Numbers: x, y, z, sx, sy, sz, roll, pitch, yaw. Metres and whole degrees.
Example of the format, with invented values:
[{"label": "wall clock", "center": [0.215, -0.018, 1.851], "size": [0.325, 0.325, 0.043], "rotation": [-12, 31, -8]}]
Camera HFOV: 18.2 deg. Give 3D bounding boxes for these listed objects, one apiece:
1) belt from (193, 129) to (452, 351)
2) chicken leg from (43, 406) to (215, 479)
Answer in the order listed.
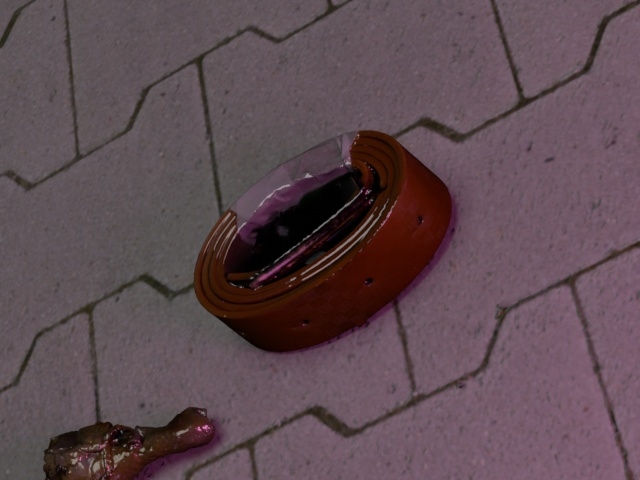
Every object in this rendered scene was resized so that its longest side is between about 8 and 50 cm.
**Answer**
[{"label": "belt", "center": [0.000, 0.000, 1.999], "size": [0.261, 0.105, 0.184], "rotation": [-39, 44, 12]}, {"label": "chicken leg", "center": [-0.193, 0.215, 2.020], "size": [0.198, 0.069, 0.085], "rotation": [-18, 25, 19]}]
